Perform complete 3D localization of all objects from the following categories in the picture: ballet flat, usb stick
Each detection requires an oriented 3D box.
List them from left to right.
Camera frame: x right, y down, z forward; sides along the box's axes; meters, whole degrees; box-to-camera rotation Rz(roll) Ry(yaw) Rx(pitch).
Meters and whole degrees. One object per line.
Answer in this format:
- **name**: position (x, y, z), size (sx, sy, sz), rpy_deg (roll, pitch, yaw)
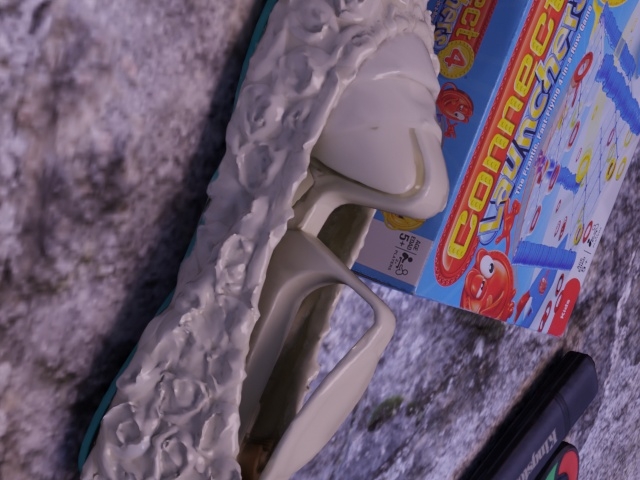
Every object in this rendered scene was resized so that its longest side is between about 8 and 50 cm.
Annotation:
- **ballet flat**: position (0.000, 0.000, 0.674), size (0.147, 0.147, 0.409), rpy_deg (28, 85, -58)
- **usb stick**: position (0.211, 0.221, 1.203), size (0.278, 0.045, 0.077), rpy_deg (-43, 141, -34)

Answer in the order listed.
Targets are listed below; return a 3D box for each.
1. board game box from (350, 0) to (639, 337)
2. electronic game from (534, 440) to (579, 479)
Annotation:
- **board game box**: position (0.156, -0.092, 0.892), size (0.302, 0.086, 0.308), rpy_deg (17, 94, -58)
- **electronic game**: position (0.240, 0.335, 1.298), size (0.229, 0.048, 0.229), rpy_deg (-40, 140, -44)
